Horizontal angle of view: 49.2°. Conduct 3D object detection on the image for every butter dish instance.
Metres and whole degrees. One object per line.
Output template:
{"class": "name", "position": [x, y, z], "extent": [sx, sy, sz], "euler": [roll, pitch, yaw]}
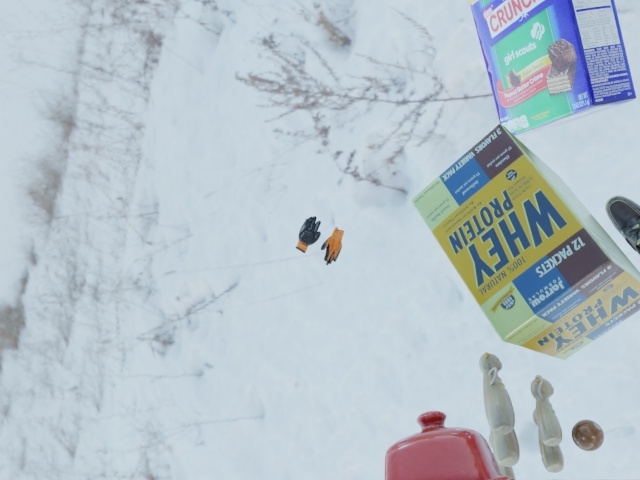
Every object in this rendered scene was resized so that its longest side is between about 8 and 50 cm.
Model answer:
{"class": "butter dish", "position": [0.140, 0.257, 0.810], "extent": [0.160, 0.160, 0.118], "euler": [-19, 60, 15]}

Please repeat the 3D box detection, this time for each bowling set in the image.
{"class": "bowling set", "position": [0.396, 0.329, 1.274], "extent": [0.154, 0.200, 0.287], "euler": [-89, -10, -46]}

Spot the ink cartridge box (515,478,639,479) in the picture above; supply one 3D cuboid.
{"class": "ink cartridge box", "position": [0.351, 0.405, 1.003], "extent": [0.273, 0.197, 0.114], "euler": [-11, 71, 26]}

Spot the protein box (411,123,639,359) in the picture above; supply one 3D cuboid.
{"class": "protein box", "position": [0.247, 0.009, 0.807], "extent": [0.136, 0.200, 0.201], "euler": [-42, 55, 21]}

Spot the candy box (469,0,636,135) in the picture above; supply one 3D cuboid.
{"class": "candy box", "position": [0.449, -0.391, 1.384], "extent": [0.268, 0.122, 0.317], "euler": [-14, 89, 67]}

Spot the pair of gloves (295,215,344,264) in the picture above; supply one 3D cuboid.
{"class": "pair of gloves", "position": [0.000, 0.000, 1.234], "extent": [0.010, 0.083, 0.074], "euler": [-38, 28, 61]}

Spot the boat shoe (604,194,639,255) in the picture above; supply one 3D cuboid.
{"class": "boat shoe", "position": [0.519, -0.010, 1.122], "extent": [0.056, 0.049, 0.152], "euler": [-44, 82, 19]}
